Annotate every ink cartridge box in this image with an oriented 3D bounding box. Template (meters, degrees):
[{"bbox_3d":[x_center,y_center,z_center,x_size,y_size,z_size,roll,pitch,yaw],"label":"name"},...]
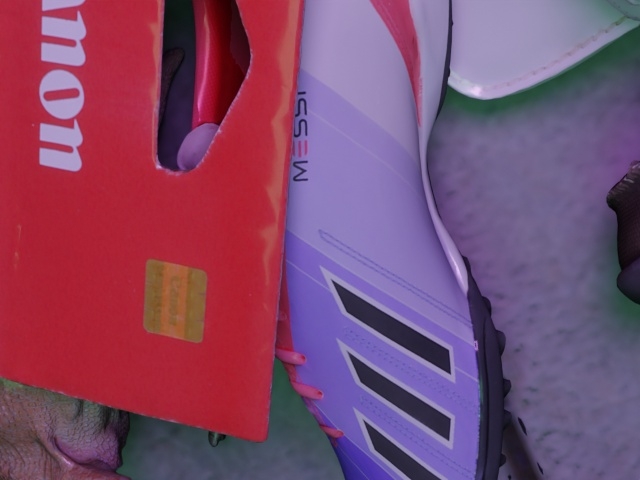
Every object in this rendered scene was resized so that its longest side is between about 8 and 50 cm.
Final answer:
[{"bbox_3d":[-0.138,-0.075,0.397,0.261,0.066,0.296,12,110,17],"label":"ink cartridge box"}]

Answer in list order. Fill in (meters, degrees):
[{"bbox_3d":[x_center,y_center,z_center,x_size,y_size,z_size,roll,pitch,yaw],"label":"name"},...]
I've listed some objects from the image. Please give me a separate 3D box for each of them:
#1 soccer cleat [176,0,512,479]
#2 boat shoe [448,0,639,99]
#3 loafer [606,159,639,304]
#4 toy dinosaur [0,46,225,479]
[{"bbox_3d":[0.000,0.000,0.480,0.116,0.108,0.318,-17,109,-28],"label":"soccer cleat"},{"bbox_3d":[0.118,-0.132,0.403,0.098,0.096,0.277,35,134,-10],"label":"boat shoe"},{"bbox_3d":[0.243,-0.114,0.439,0.366,0.133,0.130,-46,58,23],"label":"loafer"},{"bbox_3d":[-0.146,0.051,0.532,0.200,0.127,0.296,13,106,8],"label":"toy dinosaur"}]
